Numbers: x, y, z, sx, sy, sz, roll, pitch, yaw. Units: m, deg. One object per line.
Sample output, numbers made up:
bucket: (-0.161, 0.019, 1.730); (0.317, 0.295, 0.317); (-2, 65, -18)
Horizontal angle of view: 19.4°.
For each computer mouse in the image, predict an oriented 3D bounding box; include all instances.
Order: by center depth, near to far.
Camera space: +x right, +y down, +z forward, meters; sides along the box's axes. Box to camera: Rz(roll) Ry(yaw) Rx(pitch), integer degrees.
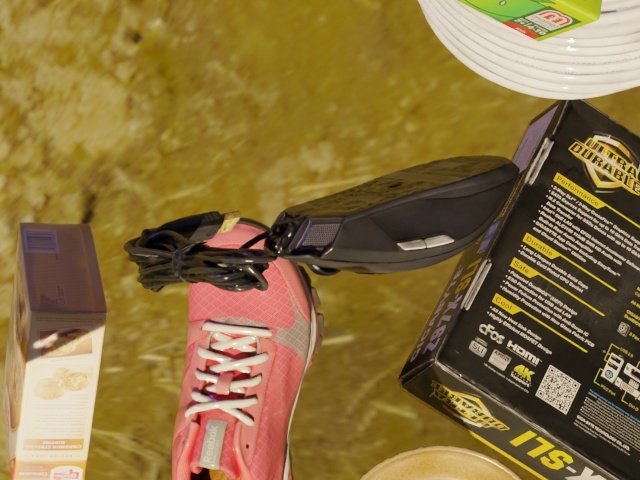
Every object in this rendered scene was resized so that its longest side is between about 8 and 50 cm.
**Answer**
computer mouse: (0.000, 0.000, 1.270); (0.262, 0.184, 0.060); (-20, 104, -34)

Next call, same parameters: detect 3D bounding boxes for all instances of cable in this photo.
cable: (0.188, -0.223, 1.331); (0.257, 0.089, 0.257); (-7, 58, 1)

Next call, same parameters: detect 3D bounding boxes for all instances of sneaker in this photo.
sneaker: (-0.068, 0.140, 1.601); (0.116, 0.136, 0.313); (5, 105, 11)

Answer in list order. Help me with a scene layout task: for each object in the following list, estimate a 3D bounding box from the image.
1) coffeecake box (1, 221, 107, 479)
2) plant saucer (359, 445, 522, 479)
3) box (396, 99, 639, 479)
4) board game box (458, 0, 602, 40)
coffeecake box: (-0.237, 0.100, 1.652); (0.068, 0.142, 0.185); (2, 122, -15)
plant saucer: (0.043, 0.116, 0.672); (0.083, 0.015, 0.083); (1, 80, -4)
box: (0.253, 0.081, 1.405); (0.322, 0.079, 0.257); (32, 62, -7)
board game box: (0.046, -0.164, 0.804); (0.181, 0.043, 0.092); (21, 70, -30)
